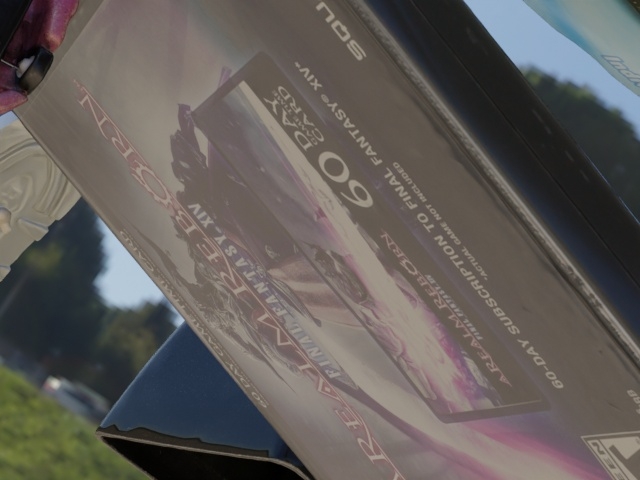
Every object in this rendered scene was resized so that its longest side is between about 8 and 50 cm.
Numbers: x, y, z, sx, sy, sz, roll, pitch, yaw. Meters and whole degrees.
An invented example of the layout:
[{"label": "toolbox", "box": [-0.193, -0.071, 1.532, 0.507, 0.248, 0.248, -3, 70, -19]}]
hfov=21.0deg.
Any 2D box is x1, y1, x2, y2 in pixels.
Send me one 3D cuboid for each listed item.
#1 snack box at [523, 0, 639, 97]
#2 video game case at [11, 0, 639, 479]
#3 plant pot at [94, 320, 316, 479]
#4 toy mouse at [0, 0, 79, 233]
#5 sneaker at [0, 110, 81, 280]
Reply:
[{"label": "snack box", "box": [0.192, -0.017, 0.380, 0.322, 0.060, 0.187, 33, -16, -33]}, {"label": "video game case", "box": [0.000, 0.000, 0.494, 0.196, 0.026, 0.274, 51, -21, -5]}, {"label": "plant pot", "box": [-0.001, 0.112, 1.159, 0.188, 0.167, 0.187, 0, -34, 44]}, {"label": "toy mouse", "box": [-0.106, -0.082, 0.424, 0.161, 0.143, 0.031, 53, -37, -8]}, {"label": "sneaker", "box": [-0.221, -0.011, 0.952, 0.090, 0.235, 0.095, 40, 17, -46]}]
